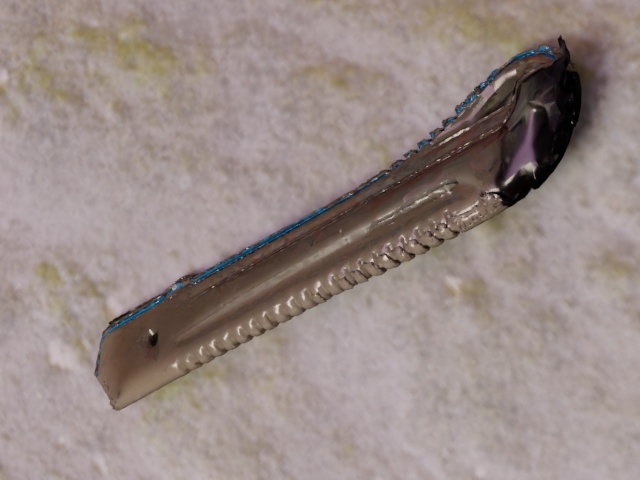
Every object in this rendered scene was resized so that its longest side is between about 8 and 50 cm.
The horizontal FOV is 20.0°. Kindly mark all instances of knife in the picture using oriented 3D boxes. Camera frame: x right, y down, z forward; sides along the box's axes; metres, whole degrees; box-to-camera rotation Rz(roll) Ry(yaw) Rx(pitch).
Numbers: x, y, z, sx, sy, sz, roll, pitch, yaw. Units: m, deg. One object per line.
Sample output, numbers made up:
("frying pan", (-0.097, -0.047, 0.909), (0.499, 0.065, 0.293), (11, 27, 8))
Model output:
("knife", (0.004, 0.004, 1.031), (0.365, 0.043, 0.089), (-31, 37, 28))
